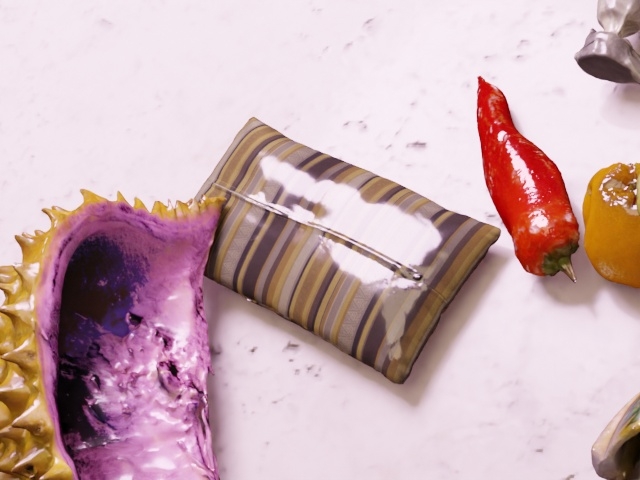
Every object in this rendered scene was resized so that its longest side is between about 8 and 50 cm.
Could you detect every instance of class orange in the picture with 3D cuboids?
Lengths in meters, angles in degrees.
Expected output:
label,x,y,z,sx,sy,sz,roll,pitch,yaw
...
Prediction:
label,x,y,z,sx,sy,sz,roll,pitch,yaw
orange,0.180,-0.015,0.749,0.086,0.062,0.086,-11,62,21

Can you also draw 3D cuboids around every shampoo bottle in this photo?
label,x,y,z,sx,sy,sz,roll,pitch,yaw
shampoo bottle,0.204,-0.189,0.837,0.064,0.057,0.207,14,72,24

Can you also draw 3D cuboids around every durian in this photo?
label,x,y,z,sx,sy,sz,roll,pitch,yaw
durian,-0.146,0.112,0.801,0.186,0.154,0.260,-44,46,37

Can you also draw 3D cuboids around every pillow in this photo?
label,x,y,z,sx,sy,sz,roll,pitch,yaw
pillow,0.000,0.000,0.844,0.203,0.038,0.113,25,76,34

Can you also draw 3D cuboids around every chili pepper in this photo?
label,x,y,z,sx,sy,sz,roll,pitch,yaw
chili pepper,0.114,-0.043,0.809,0.045,0.027,0.178,-56,33,39

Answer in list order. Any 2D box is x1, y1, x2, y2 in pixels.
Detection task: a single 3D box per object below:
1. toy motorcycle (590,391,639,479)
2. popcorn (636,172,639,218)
label,x,y,z,sx,sy,sz,roll,pitch,yaw
toy motorcycle,0.163,0.160,0.616,0.094,0.130,0.229,-6,61,22
popcorn,0.264,-0.060,0.636,0.250,0.242,0.235,-47,61,12
